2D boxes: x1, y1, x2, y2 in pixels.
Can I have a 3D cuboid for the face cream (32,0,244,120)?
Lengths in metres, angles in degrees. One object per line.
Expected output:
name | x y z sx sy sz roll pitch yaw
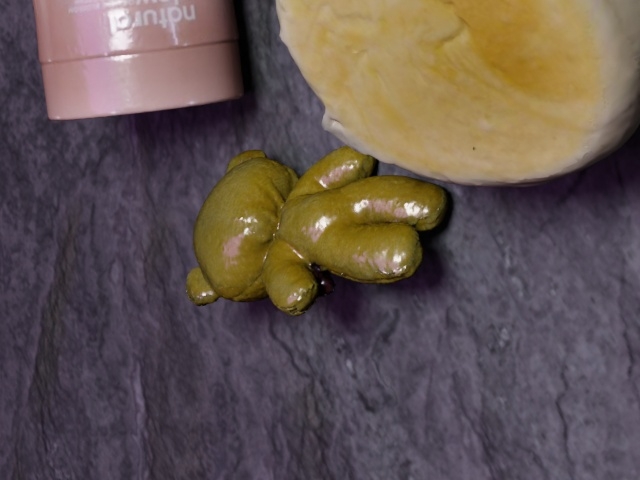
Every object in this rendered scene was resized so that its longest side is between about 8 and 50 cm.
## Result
face cream | -0.135 -0.149 1.456 0.149 0.149 0.104 0 100 47

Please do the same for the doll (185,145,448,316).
doll | 0.000 0.000 1.405 0.209 0.097 0.137 6 66 39

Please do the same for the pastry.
pastry | 0.092 -0.150 1.180 0.265 0.133 0.264 19 139 17
